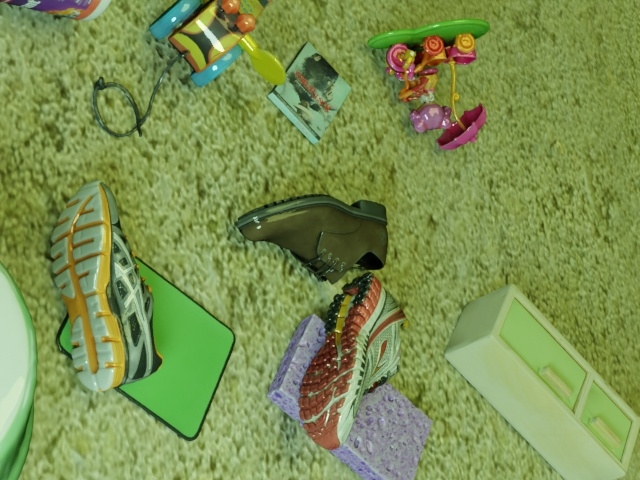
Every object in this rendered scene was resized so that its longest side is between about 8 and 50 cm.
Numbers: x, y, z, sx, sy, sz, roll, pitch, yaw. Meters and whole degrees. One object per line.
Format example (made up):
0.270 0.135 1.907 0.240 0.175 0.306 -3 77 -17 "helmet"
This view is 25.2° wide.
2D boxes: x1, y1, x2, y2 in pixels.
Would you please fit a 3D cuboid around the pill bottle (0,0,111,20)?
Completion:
-0.317 -0.301 1.507 0.193 0.108 0.108 8 64 -40 "pill bottle"

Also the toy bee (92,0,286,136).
-0.112 -0.235 1.630 0.195 0.162 0.298 33 49 -29 "toy bee"

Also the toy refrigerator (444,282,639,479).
0.291 0.188 1.836 0.269 0.094 0.102 46 45 -16 "toy refrigerator"

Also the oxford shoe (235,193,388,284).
0.000 0.000 1.670 0.227 0.082 0.096 5 70 -41 "oxford shoe"

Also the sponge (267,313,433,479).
0.038 0.194 1.640 0.210 0.031 0.117 42 46 -19 "sponge"

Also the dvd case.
-0.012 -0.187 1.805 0.087 0.013 0.119 46 46 -15 "dvd case"

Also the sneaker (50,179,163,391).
-0.212 0.045 1.444 0.083 0.084 0.215 2 77 -46 "sneaker"

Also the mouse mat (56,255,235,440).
-0.179 0.103 1.502 0.189 0.007 0.153 39 47 -21 "mouse mat"

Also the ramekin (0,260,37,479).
-0.370 0.111 1.143 0.303 0.148 0.303 9 62 -17 "ramekin"

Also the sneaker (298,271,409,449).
0.048 0.140 1.590 0.092 0.088 0.225 42 47 -21 "sneaker"

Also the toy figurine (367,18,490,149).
0.157 -0.200 1.915 0.173 0.130 0.159 -6 82 -22 "toy figurine"
